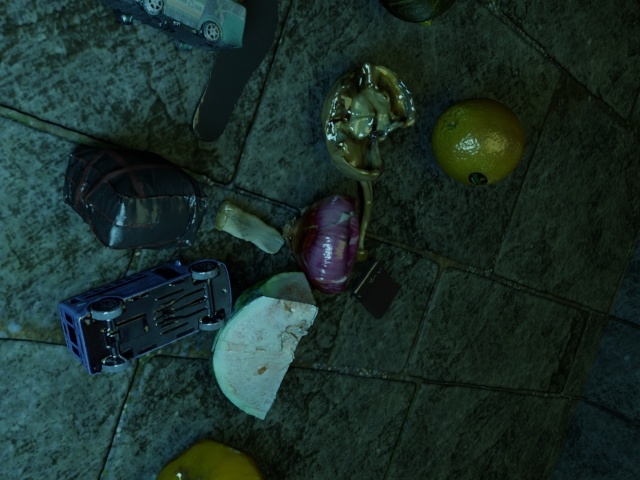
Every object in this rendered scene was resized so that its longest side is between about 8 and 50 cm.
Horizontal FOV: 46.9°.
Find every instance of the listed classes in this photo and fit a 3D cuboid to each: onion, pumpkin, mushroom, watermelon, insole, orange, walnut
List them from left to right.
[{"bbox_3d":[-0.223,0.519,1.469,0.249,0.249,0.183,-63,154,-6],"label":"orange"},{"bbox_3d":[-0.159,-0.328,1.386,0.110,0.012,0.309,24,88,-47],"label":"insole"},{"bbox_3d":[-0.141,-0.023,1.499,0.202,0.054,0.059,28,90,-52],"label":"mushroom"},{"bbox_3d":[-0.122,0.211,1.503,0.224,0.180,0.305,-19,137,-54],"label":"watermelon"},{"bbox_3d":[0.000,0.000,1.562,0.163,0.230,0.229,12,99,-9],"label":"onion"},{"bbox_3d":[0.079,-0.256,1.562,0.204,0.141,0.238,45,68,-27],"label":"walnut"},{"bbox_3d":[0.090,-0.095,1.709,0.068,0.043,0.306,-39,130,-54],"label":"mushroom"},{"bbox_3d":[0.190,-0.568,1.532,0.238,0.159,0.237,9,77,-48],"label":"pumpkin"},{"bbox_3d":[0.388,-0.241,1.814,0.236,0.236,0.236,-18,117,-39],"label":"orange"}]

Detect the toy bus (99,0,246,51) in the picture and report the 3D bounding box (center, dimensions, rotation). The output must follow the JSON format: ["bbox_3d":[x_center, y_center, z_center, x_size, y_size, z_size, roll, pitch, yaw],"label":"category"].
[{"bbox_3d":[-0.243,-0.390,1.229,0.262,0.091,0.109,15,84,-48],"label":"toy bus"}]

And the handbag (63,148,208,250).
[{"bbox_3d":[-0.307,-0.067,1.197,0.169,0.215,0.155,3,111,-42],"label":"handbag"}]

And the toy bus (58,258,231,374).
[{"bbox_3d":[-0.306,0.121,1.325,0.292,0.133,0.125,-22,120,-36],"label":"toy bus"}]

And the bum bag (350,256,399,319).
[{"bbox_3d":[0.142,0.124,1.847,0.109,0.026,0.159,-57,136,-14],"label":"bum bag"}]

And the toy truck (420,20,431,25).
[{"bbox_3d":[0.241,-0.536,1.677,0.054,0.049,0.083,21,91,-48],"label":"toy truck"}]
